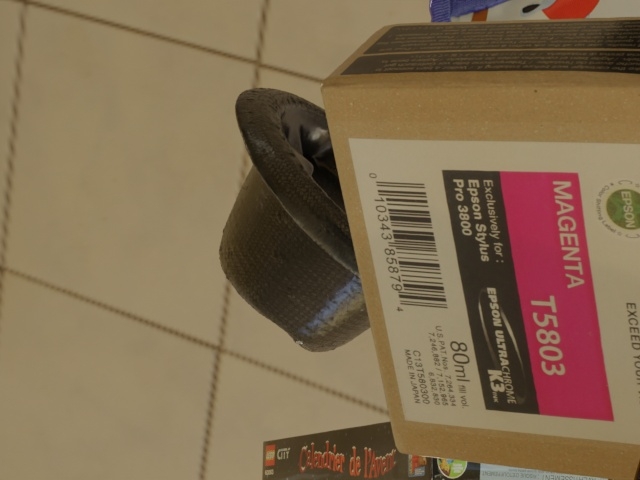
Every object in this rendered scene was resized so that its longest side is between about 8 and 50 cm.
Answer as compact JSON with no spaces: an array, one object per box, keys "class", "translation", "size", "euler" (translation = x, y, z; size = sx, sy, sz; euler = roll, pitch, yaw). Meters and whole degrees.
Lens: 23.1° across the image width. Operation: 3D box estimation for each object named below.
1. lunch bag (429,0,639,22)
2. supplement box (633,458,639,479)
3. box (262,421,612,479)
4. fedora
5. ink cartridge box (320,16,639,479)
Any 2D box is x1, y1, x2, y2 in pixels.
[{"class":"lunch bag","translation":[0.295,-0.095,1.110],"size":[0.328,0.239,0.385],"euler":[-15,136,25]},{"class":"supplement box","translation":[0.173,0.190,0.641],"size":[0.129,0.194,0.191],"euler":[16,88,11]},{"class":"box","translation":[0.081,0.157,1.092],"size":[0.233,0.159,0.044],"euler":[-21,66,59]},{"class":"fedora","translation":[0.000,0.000,1.510],"size":[0.334,0.334,0.152],"euler":[47,107,15]},{"class":"ink cartridge box","translation":[0.120,0.006,0.821],"size":[0.193,0.088,0.235],"euler":[3,119,31]}]
